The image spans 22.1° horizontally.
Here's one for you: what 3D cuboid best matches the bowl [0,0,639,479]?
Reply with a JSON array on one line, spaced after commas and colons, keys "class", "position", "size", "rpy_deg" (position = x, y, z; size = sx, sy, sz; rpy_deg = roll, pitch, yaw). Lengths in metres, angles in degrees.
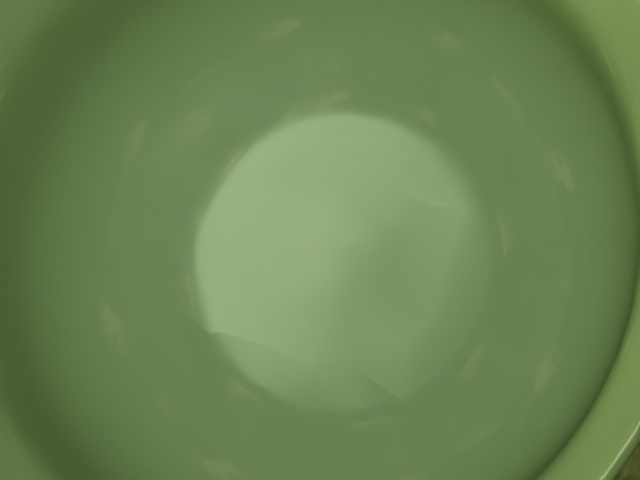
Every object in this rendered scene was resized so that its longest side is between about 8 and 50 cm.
[{"class": "bowl", "position": [0.000, 0.000, 0.636], "size": [0.297, 0.134, 0.298], "rpy_deg": [-3, 79, 14]}]
